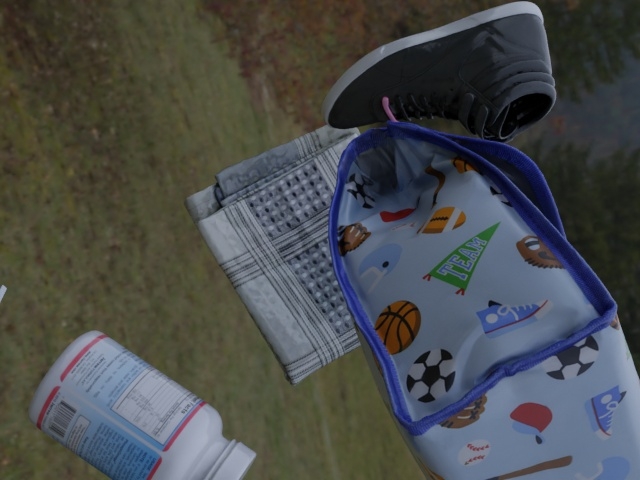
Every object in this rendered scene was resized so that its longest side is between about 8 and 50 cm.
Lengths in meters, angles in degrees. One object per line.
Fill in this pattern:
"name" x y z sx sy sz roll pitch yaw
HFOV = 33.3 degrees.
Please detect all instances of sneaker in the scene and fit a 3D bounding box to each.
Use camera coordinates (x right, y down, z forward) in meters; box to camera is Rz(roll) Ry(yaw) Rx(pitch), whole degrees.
"sneaker" 0.146 -0.169 1.293 0.104 0.296 0.146 50 22 -59

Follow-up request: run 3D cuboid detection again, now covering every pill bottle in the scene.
"pill bottle" -0.132 0.144 0.810 0.160 0.087 0.087 34 15 5

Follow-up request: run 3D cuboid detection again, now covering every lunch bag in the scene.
"lunch bag" 0.161 0.091 1.064 0.327 0.239 0.385 62 -1 -38

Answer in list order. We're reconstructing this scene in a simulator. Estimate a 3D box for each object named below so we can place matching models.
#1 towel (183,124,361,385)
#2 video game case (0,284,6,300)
"towel" 0.000 0.000 1.578 0.324 0.312 0.056 58 -21 8
"video game case" -0.563 0.132 1.742 0.011 0.122 0.087 44 18 -20
